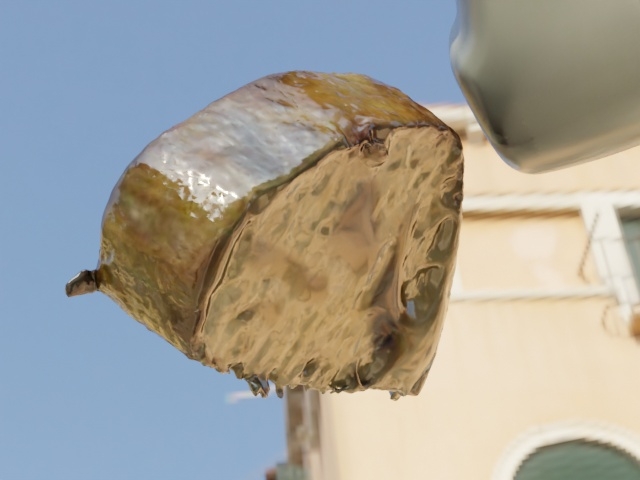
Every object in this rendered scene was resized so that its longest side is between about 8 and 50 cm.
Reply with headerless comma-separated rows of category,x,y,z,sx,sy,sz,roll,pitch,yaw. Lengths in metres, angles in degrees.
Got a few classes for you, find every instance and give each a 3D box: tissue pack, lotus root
tissue pack,0.156,-0.223,0.919,0.236,0.333,0.229,-26,-3,13
lotus root,0.000,0.000,0.785,0.260,0.074,0.170,8,-72,-54
